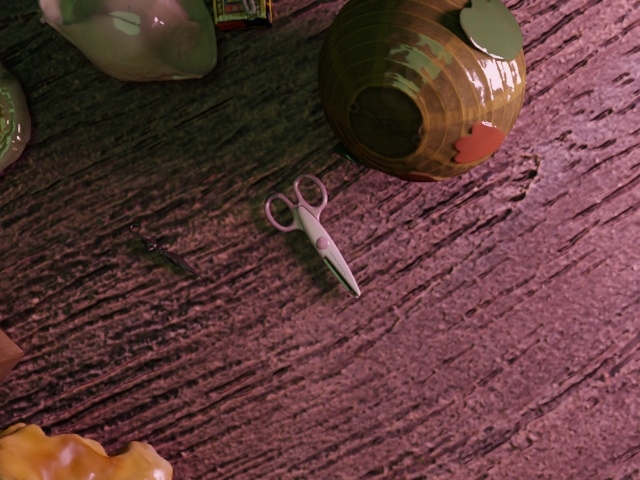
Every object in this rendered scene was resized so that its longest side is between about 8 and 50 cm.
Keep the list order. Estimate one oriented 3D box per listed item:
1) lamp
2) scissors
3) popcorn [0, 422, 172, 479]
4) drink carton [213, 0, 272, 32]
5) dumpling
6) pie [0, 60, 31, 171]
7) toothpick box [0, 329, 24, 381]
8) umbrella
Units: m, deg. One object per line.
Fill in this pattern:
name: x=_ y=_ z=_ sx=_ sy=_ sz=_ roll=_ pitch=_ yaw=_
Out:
lamp: x=0.125 y=-0.204 z=1.139 sx=0.250 sy=0.284 sz=0.250 roll=14 pitch=132 yaw=17
scissors: x=0.000 y=0.000 z=1.231 sx=0.085 sy=0.022 sz=0.176 roll=-34 pitch=81 yaw=2
popcorn: x=-0.320 y=0.406 z=1.103 sx=0.354 sy=0.344 sz=0.390 roll=15 pitch=112 yaw=38
drink carton: x=-0.106 y=-0.360 z=1.245 sx=0.071 sy=0.056 sz=0.166 roll=-6 pitch=86 yaw=11
dumpling: x=-0.234 y=-0.291 z=1.235 sx=0.215 sy=0.126 sz=0.166 roll=9 pitch=61 yaw=16
pie: x=-0.508 y=-0.160 z=1.283 sx=0.240 sy=0.054 sz=0.241 roll=-1 pitch=85 yaw=8
toothpick box: x=-0.556 y=0.097 z=1.217 sx=0.308 sy=0.187 sz=0.190 roll=44 pitch=92 yaw=3
umbrella: x=-0.205 y=0.018 z=1.259 sx=0.122 sy=0.013 sz=0.022 roll=37 pitch=70 yaw=8
